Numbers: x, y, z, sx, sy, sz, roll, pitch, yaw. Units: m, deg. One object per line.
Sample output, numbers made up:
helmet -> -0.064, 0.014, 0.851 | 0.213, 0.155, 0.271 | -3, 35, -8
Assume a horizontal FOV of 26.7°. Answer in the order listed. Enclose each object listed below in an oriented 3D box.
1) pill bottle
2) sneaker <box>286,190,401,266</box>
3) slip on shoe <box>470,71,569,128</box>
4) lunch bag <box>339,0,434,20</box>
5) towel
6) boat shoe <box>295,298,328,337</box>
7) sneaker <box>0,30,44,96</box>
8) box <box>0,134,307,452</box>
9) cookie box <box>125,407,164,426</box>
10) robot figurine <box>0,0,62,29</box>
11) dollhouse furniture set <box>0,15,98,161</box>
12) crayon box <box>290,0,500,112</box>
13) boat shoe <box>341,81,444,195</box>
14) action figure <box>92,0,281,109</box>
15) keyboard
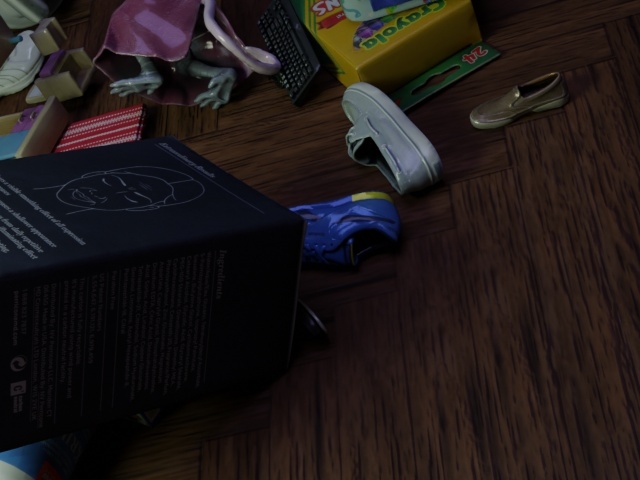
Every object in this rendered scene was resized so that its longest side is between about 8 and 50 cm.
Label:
pill bottle -> -0.350, 0.258, 1.559 | 0.124, 0.124, 0.221 | 1, 48, 26
sneaker -> 0.000, 0.000, 1.708 | 0.209, 0.069, 0.082 | -14, 46, 11
slip on shoe -> 0.264, -0.189, 1.801 | 0.135, 0.041, 0.051 | -14, 42, 12
lunch bag -> 0.124, -0.407, 1.942 | 0.219, 0.090, 0.176 | -14, 44, 12
towel -> -0.360, -0.091, 2.003 | 0.198, 0.031, 0.275 | -13, 40, 15
boat shoe -> -0.037, 0.089, 1.649 | 0.042, 0.049, 0.133 | -42, 41, -12
sneaker -> -0.557, -0.287, 2.236 | 0.090, 0.115, 0.232 | 22, 59, 40
box -> -0.265, 0.043, 1.555 | 0.395, 0.212, 0.293 | -12, 30, -36
cookie box -> -0.231, 0.172, 1.655 | 0.107, 0.040, 0.092 | 10, 52, 34
robot figurine -> -0.581, -0.502, 2.409 | 0.300, 0.200, 0.353 | -52, 45, -6
dollhouse furniture set -> -0.542, -0.268, 2.049 | 0.198, 0.303, 0.286 | -8, 43, 29
crayon box -> 0.096, -0.317, 1.987 | 0.202, 0.081, 0.318 | -32, 42, -10
boat shoe -> 0.076, -0.137, 1.806 | 0.081, 0.079, 0.227 | -29, 44, -12
action figure -> -0.228, -0.392, 2.053 | 0.275, 0.248, 0.370 | -21, 57, 36
keyboard -> -0.056, -0.278, 2.010 | 0.023, 0.108, 0.180 | 5, 46, -33
